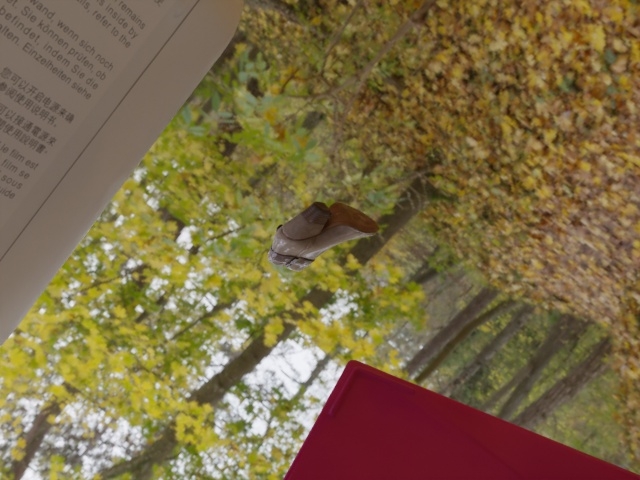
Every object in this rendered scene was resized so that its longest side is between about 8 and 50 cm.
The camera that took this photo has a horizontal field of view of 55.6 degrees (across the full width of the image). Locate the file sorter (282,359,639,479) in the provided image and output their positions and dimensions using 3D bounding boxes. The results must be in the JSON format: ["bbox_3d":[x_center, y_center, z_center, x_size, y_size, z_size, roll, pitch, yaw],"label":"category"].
[{"bbox_3d":[0.103,0.245,0.337,0.290,0.202,0.182,19,133,17],"label":"file sorter"}]

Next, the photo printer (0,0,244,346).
[{"bbox_3d":[-0.183,-0.109,0.288,0.107,0.307,0.256,33,176,32],"label":"photo printer"}]

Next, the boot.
[{"bbox_3d":[0.000,0.000,0.672,0.118,0.087,0.042,16,-146,-41],"label":"boot"}]
